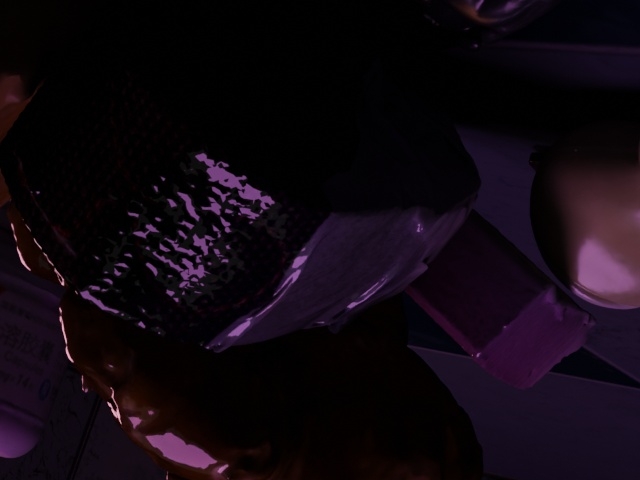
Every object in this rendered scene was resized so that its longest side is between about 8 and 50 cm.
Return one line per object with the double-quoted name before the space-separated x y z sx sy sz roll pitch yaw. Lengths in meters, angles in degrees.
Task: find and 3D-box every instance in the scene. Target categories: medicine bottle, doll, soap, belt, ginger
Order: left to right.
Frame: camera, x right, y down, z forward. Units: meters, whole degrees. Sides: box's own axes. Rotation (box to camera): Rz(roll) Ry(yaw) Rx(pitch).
"medicine bottle" -0.364 0.041 2.002 0.256 0.325 0.256 19 169 4
"ginger" -0.063 0.055 1.199 0.274 0.152 0.357 13 -150 -31
"belt" -0.027 -0.051 1.056 0.184 0.164 0.289 49 -155 22
"soap" 0.069 -0.012 1.373 0.259 0.081 0.181 46 -175 19
"doll" 0.230 -0.037 1.255 0.141 0.117 0.296 36 153 -7

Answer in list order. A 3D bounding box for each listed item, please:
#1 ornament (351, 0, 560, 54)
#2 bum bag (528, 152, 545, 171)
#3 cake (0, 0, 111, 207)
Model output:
"ornament" -0.005 -0.178 1.020 0.236 0.080 0.202 20 173 -18
"bum bag" 0.240 -0.032 1.444 0.159 0.026 0.109 10 167 37
"cake" -0.304 -0.149 1.151 0.321 0.332 0.332 51 169 4
